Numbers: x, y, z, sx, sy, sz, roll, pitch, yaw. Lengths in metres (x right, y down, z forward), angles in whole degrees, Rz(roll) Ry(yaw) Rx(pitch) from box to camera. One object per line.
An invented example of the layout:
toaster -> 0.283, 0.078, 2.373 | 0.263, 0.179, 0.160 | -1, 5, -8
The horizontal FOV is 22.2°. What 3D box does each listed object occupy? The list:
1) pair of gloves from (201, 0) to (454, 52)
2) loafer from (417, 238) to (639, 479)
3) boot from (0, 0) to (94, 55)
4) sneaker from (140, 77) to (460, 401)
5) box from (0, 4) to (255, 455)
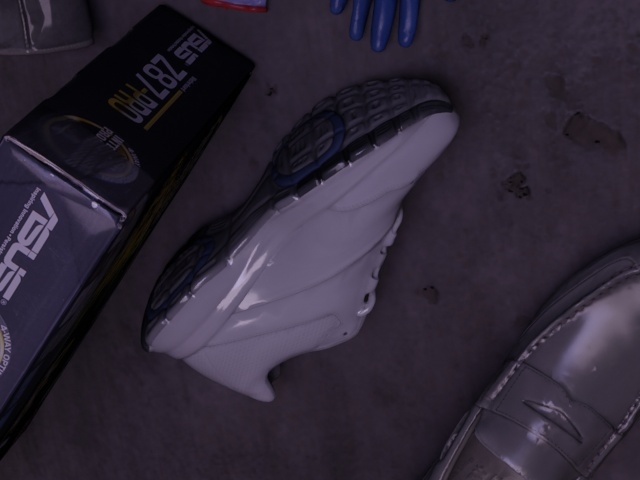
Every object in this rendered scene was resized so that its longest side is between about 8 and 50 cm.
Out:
pair of gloves -> 0.005, -0.217, 1.123 | 0.198, 0.023, 0.159 | 14, 115, 9
loafer -> 0.161, 0.137, 1.170 | 0.112, 0.111, 0.319 | 32, 114, 0
boot -> -0.187, -0.235, 1.133 | 0.190, 0.076, 0.208 | 0, 104, 29
sneaker -> 0.000, 0.000, 1.177 | 0.129, 0.111, 0.297 | 36, 119, -19
box -> -0.212, 0.050, 1.115 | 0.097, 0.318, 0.395 | 35, 114, -1
